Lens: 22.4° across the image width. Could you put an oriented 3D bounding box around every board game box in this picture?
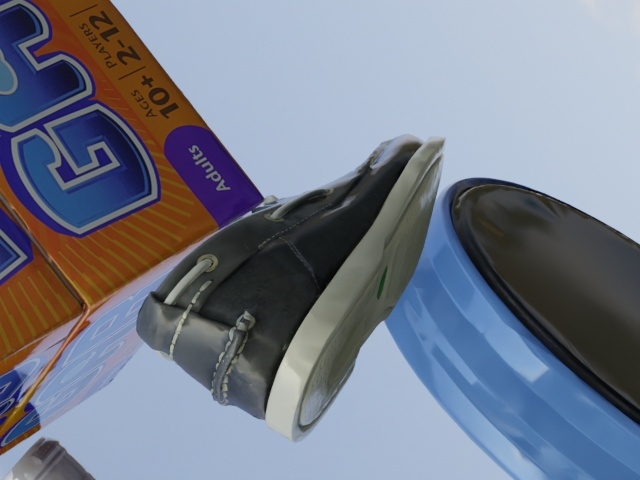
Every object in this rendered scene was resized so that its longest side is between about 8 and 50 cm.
[{"bbox_3d":[-0.336,-0.012,1.234,0.356,0.356,0.356,-33,-98,-38],"label":"board game box"}]

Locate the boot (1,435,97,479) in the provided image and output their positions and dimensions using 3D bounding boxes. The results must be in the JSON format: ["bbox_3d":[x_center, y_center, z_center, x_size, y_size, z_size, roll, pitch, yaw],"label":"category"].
[{"bbox_3d":[-0.275,0.296,1.466,0.123,0.258,0.095,42,-148,-1],"label":"boot"}]

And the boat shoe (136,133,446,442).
[{"bbox_3d":[0.000,0.000,0.688,0.079,0.084,0.233,19,-153,13],"label":"boat shoe"}]

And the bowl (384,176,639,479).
[{"bbox_3d":[0.218,0.093,1.129,0.391,0.077,0.391,29,-159,-13],"label":"bowl"}]
